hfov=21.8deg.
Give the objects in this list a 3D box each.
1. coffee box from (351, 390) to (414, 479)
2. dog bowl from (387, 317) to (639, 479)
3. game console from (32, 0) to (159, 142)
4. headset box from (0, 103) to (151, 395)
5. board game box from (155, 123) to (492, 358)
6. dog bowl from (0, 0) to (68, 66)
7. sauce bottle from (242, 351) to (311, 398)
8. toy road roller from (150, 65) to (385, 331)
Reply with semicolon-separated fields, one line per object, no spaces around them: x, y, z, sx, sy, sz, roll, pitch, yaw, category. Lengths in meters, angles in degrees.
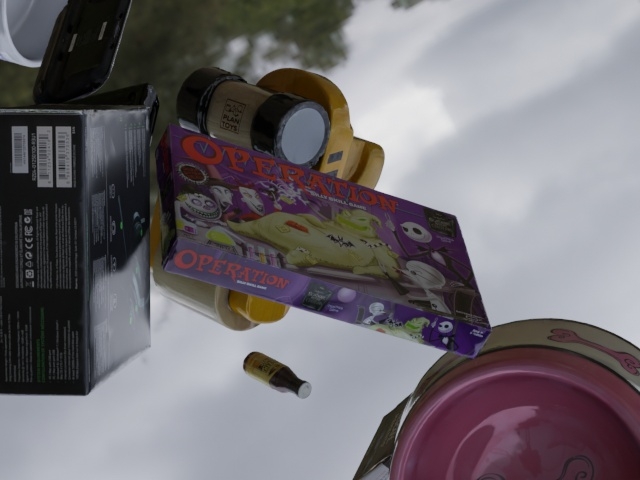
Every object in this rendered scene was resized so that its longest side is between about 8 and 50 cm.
0.210;0.384;2.511;0.119;0.297;0.168;-43;-169;42;coffee box
0.262;0.302;1.996;0.408;0.408;0.150;-25;175;18;dog bowl
-0.279;-0.180;1.937;0.213;0.044;0.361;-11;-137;17;game console
-0.241;-0.003;1.524;0.131;0.246;0.283;1;-174;7;headset box
0.000;0.000;1.714;0.208;0.346;0.056;-106;-143;-56;board game box
-0.453;-0.402;2.521;0.104;0.265;0.265;15;-150;19;dog bowl
-0.062;0.199;2.443;0.042;0.042;0.128;-36;-144;-30;sauce bottle
-0.057;-0.055;2.115;0.240;0.330;0.202;8;-169;-46;toy road roller
